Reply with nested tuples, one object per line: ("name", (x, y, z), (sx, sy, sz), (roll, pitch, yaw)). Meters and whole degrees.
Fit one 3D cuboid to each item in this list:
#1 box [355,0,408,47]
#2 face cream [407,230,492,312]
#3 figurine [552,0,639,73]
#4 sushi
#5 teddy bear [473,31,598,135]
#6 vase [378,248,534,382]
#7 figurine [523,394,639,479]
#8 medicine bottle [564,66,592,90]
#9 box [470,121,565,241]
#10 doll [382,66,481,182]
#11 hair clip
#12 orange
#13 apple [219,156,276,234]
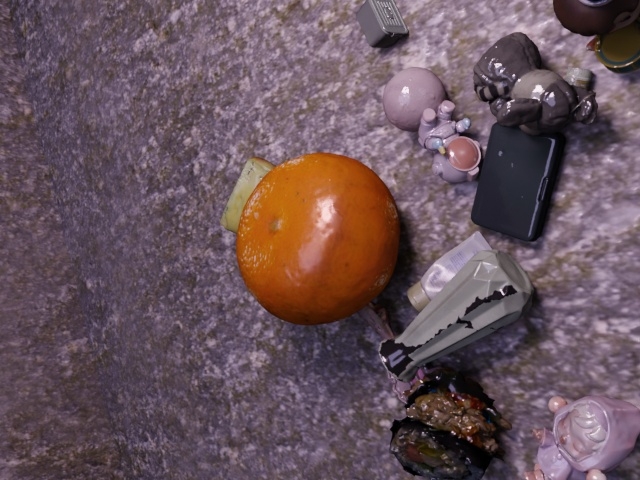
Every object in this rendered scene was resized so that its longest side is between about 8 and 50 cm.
("box", (0.141, -0.515, 1.524), (0.069, 0.084, 0.122), (-36, 71, 48))
("face cream", (0.307, 0.085, 1.488), (0.224, 0.070, 0.114), (-38, 74, 26))
("figurine", (0.486, -0.400, 1.100), (0.161, 0.275, 0.158), (-9, 74, 45))
("sushi", (0.284, 0.416, 1.454), (0.225, 0.238, 0.218), (-23, 36, 50))
("teddy bear", (0.387, -0.274, 1.244), (0.144, 0.171, 0.251), (94, 156, -55))
("vase", (0.288, 0.174, 1.414), (0.360, 0.165, 0.165), (-45, 67, 30))
("figurine", (0.516, 0.411, 1.291), (0.276, 0.133, 0.200), (-59, 30, 36))
("medicine bottle", (0.494, -0.291, 1.256), (0.047, 0.047, 0.083), (24, 113, 38))
("box", (0.409, -0.125, 1.357), (0.160, 0.050, 0.230), (23, 111, 38))
("doll", (0.253, -0.245, 1.432), (0.151, 0.151, 0.287), (-41, 75, 38))
("hair clip", (0.196, 0.265, 1.600), (0.173, 0.069, 0.300), (-42, 79, 40))
("orange", (0.000, 0.000, 1.555), (0.424, 0.326, 0.423), (-10, 75, 43))
("apple", (-0.156, -0.101, 1.839), (0.193, 0.120, 0.265), (41, 126, 15))
